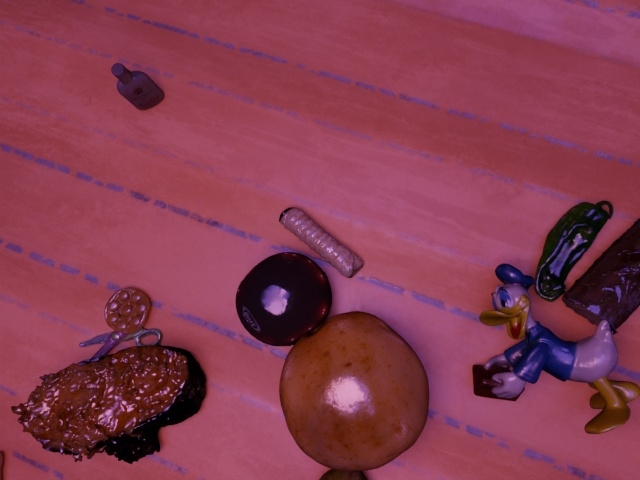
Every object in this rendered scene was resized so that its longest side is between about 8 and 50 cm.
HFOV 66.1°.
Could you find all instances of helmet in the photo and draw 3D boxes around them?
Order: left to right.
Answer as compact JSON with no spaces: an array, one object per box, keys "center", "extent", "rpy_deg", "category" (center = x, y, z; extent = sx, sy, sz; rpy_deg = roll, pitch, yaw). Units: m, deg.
[{"center":[-0.074,0.122,1.048],"extent":[0.216,0.193,0.189],"rpy_deg":[-28,76,-41],"category":"helmet"}]

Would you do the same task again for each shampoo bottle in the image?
[{"center":[-0.438,-0.366,1.167],"extent":[0.080,0.165,0.040],"rpy_deg":[-27,79,2],"category":"shampoo bottle"}]

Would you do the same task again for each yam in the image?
[{"center":[0.626,0.061,0.997],"extent":[0.280,0.131,0.131],"rpy_deg":[-45,79,-4],"category":"yam"}]

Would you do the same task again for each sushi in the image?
[{"center":[-0.418,0.348,1.036],"extent":[0.349,0.207,0.234],"rpy_deg":[-20,75,-2],"category":"sushi"}]

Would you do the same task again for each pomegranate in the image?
[{"center":[0.062,0.284,0.955],"extent":[0.308,0.307,0.307],"rpy_deg":[-1,81,7],"category":"pomegranate"}]

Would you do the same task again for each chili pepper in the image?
[{"center":[0.531,0.013,1.045],"extent":[0.100,0.074,0.256],"rpy_deg":[32,91,7],"category":"chili pepper"}]

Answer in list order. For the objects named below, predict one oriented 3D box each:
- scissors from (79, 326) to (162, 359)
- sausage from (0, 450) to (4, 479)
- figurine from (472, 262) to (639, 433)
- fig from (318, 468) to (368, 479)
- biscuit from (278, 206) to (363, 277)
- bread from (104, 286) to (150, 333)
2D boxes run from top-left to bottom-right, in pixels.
[{"center":[-0.473,0.224,1.152],"extent":[0.187,0.020,0.133],"rpy_deg":[-29,77,-1],"category":"scissors"},{"center":[-0.736,0.579,1.118],"extent":[0.043,0.043,0.186],"rpy_deg":[-15,80,4],"category":"sausage"},{"center":[0.422,0.207,0.981],"extent":[0.284,0.205,0.338],"rpy_deg":[-27,81,20],"category":"figurine"},{"center":[0.040,0.517,0.933],"extent":[0.149,0.245,0.149],"rpy_deg":[-2,74,6],"category":"fig"},{"center":[0.000,0.000,1.115],"extent":[0.219,0.055,0.061],"rpy_deg":[41,58,12],"category":"biscuit"},{"center":[-0.448,0.162,1.140],"extent":[0.110,0.024,0.110],"rpy_deg":[-1,77,4],"category":"bread"}]
